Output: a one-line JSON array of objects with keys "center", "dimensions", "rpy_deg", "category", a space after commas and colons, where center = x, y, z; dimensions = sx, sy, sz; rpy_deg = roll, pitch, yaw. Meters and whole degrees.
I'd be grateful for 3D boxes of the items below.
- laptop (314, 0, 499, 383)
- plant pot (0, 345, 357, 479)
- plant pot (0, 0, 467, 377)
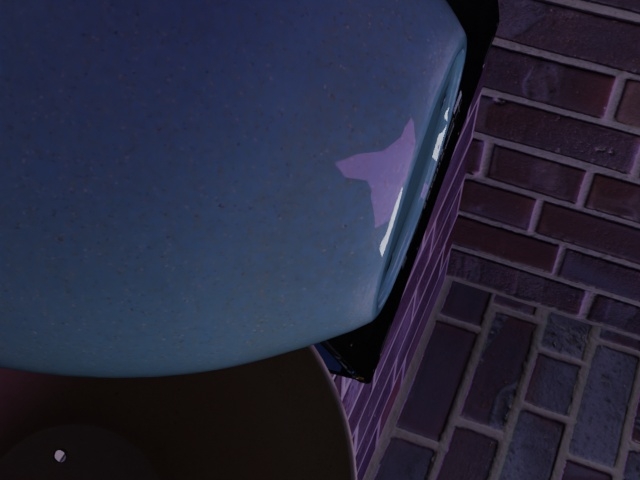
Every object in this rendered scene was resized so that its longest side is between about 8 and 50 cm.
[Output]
[{"center": [-0.005, -0.092, 0.851], "dimensions": [0.408, 0.236, 0.382], "rpy_deg": [57, 51, -69], "category": "laptop"}, {"center": [-0.145, 0.162, 0.596], "dimensions": [0.191, 0.284, 0.284], "rpy_deg": [-46, -166, 56], "category": "plant pot"}, {"center": [-0.045, -0.058, 0.430], "dimensions": [0.290, 0.195, 0.290], "rpy_deg": [18, 90, -81], "category": "plant pot"}]
